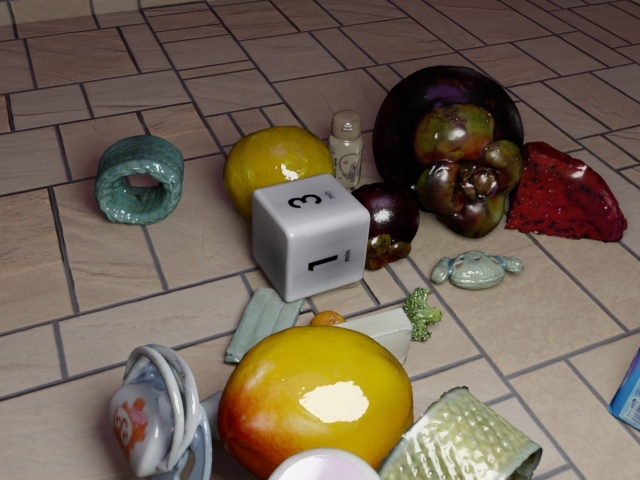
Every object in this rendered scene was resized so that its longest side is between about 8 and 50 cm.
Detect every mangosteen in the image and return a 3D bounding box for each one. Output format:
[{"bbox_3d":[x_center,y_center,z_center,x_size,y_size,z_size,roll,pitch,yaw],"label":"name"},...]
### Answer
[{"bbox_3d":[0.335,-0.226,1.645,0.381,0.381,0.421,-22,52,-26],"label":"mangosteen"},{"bbox_3d":[0.139,-0.038,1.553,0.210,0.209,0.210,2,40,-1],"label":"mangosteen"}]

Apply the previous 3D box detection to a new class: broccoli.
[{"bbox_3d":[0.214,0.155,1.402,0.092,0.095,0.097,2,31,19],"label":"broccoli"}]

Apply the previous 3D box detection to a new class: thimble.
[{"bbox_3d":[-0.450,-0.142,1.639,0.235,0.198,0.143,-27,40,16],"label":"thimble"},{"bbox_3d":[0.204,0.370,1.010,0.150,0.270,0.271,35,50,31],"label":"thimble"}]

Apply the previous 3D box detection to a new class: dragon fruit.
[{"bbox_3d":[0.609,-0.088,1.686,0.330,0.240,0.302,33,16,2],"label":"dragon fruit"}]

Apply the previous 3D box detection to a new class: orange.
[{"bbox_3d":[-0.100,-0.151,1.619,0.279,0.279,0.235,-5,74,-9],"label":"orange"},{"bbox_3d":[0.016,0.182,1.370,0.083,0.070,0.083,5,41,-4],"label":"orange"}]

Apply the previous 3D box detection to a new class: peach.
[{"bbox_3d":[-0.013,0.279,1.078,0.308,0.289,0.289,-16,44,-15],"label":"peach"}]

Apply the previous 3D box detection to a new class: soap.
[{"bbox_3d":[0.085,0.210,1.302,0.183,0.121,0.063,-12,43,-18],"label":"soap"}]

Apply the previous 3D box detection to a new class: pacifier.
[{"bbox_3d":[-0.224,0.300,1.135,0.233,0.244,0.299,7,30,-46],"label":"pacifier"}]

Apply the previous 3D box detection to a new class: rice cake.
[{"bbox_3d":[-0.112,0.184,1.386,0.124,0.038,0.211,8,41,6],"label":"rice cake"}]

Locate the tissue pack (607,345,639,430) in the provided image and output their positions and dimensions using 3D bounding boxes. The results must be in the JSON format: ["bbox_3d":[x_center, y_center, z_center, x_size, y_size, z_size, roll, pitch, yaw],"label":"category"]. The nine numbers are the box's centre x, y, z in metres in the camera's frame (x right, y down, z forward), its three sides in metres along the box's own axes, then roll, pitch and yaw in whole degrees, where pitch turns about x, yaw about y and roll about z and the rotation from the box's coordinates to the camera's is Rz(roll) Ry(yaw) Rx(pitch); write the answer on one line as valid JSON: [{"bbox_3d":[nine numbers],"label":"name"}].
[{"bbox_3d":[0.666,0.246,1.181,0.198,0.263,0.146,32,48,30],"label":"tissue pack"}]

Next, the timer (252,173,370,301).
[{"bbox_3d":[-0.026,-0.010,1.448,0.195,0.194,0.192,-16,41,-24],"label":"timer"}]

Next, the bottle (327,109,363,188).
[{"bbox_3d":[0.066,-0.252,1.779,0.097,0.209,0.110,0,40,-4],"label":"bottle"}]

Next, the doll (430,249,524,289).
[{"bbox_3d":[0.356,0.067,1.527,0.214,0.071,0.103,-7,28,1],"label":"doll"}]

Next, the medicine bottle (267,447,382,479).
[{"bbox_3d":[0.005,0.429,0.907,0.170,0.293,0.170,1,42,-1],"label":"medicine bottle"}]
